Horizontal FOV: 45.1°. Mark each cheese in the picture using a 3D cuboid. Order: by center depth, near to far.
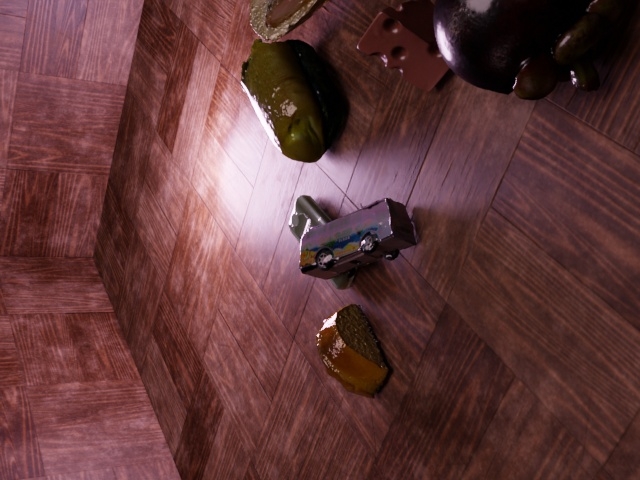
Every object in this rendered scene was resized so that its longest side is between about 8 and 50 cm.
[{"bbox_3d":[0.220,-0.436,1.738,0.177,0.203,0.128,50,134,9],"label":"cheese"}]

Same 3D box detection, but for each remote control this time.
[{"bbox_3d":[0.000,0.000,2.144,0.335,0.065,0.128,50,132,47],"label":"remote control"}]

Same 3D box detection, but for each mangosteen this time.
[{"bbox_3d":[0.372,-0.398,1.382,0.347,0.307,0.307,40,127,17],"label":"mangosteen"}]

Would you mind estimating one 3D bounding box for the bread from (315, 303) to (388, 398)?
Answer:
[{"bbox_3d":[0.063,0.274,1.962,0.129,0.134,0.260,-60,42,36],"label":"bread"}]

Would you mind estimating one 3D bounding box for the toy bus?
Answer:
[{"bbox_3d":[0.088,0.000,1.914,0.316,0.112,0.138,-23,61,39],"label":"toy bus"}]

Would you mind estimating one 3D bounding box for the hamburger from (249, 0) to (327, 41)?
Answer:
[{"bbox_3d":[-0.051,-0.709,2.130,0.162,0.209,0.330,42,127,-5],"label":"hamburger"}]

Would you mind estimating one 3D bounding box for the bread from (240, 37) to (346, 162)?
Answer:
[{"bbox_3d":[-0.084,-0.402,2.186,0.377,0.208,0.251,63,143,32],"label":"bread"}]
